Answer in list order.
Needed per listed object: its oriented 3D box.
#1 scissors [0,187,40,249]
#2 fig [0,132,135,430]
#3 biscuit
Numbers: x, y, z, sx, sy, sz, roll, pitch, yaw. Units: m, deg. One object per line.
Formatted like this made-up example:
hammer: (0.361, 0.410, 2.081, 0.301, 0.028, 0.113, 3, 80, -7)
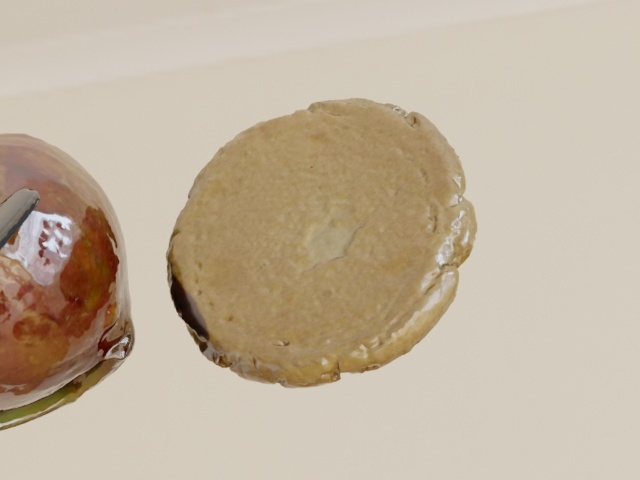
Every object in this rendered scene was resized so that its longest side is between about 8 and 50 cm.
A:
scissors: (-0.212, 0.026, 1.023, 0.088, 0.220, 0.017, -15, -66, 28)
fig: (-0.213, 0.031, 1.219, 0.205, 0.205, 0.205, -3, -31, -2)
biscuit: (0.000, 0.000, 1.202, 0.226, 0.226, 0.042, -14, -37, 17)
